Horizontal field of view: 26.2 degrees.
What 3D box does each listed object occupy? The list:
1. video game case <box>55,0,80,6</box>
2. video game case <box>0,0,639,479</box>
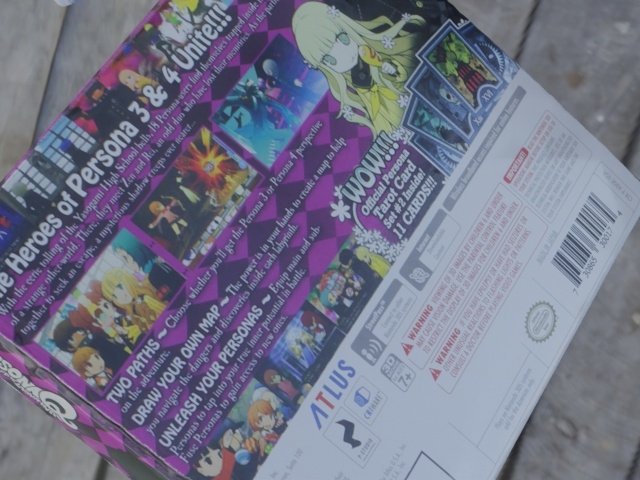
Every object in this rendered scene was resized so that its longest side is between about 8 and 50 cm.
[{"bbox_3d":[-0.137,-0.322,1.081,0.300,0.036,0.329,-17,156,8],"label":"video game case"},{"bbox_3d":[0.000,0.000,0.521,0.210,0.042,0.232,40,61,-11],"label":"video game case"}]
